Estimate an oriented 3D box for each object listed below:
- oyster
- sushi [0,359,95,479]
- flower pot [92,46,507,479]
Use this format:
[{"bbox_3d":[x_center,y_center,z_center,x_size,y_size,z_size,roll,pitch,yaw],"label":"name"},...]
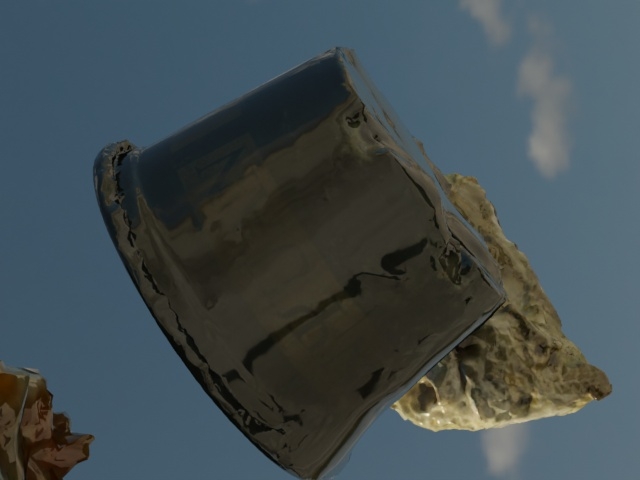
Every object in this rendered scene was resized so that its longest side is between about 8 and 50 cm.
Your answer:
[{"bbox_3d":[0.038,0.029,0.787,0.209,0.133,0.072,56,-165,17],"label":"oyster"},{"bbox_3d":[-0.135,0.206,0.503,0.417,0.176,0.417,-13,-90,-80],"label":"sushi"},{"bbox_3d":[0.000,0.000,0.594,0.157,0.107,0.157,51,-169,-14],"label":"flower pot"}]
